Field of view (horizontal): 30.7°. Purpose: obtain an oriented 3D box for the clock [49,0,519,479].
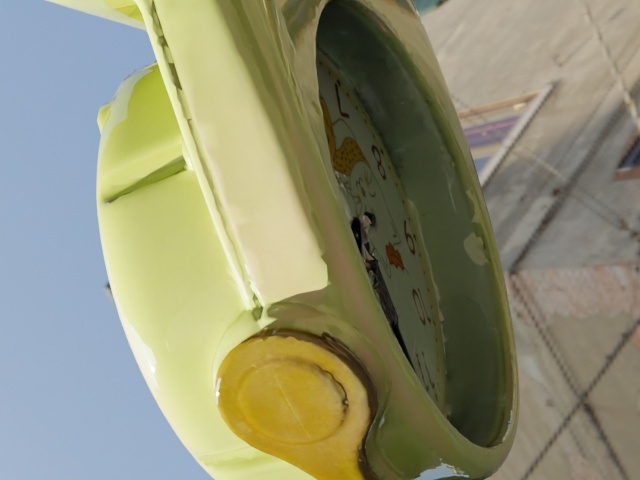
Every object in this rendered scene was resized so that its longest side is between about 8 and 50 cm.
[{"bbox_3d":[0.000,0.000,0.576,0.286,0.117,0.348,0,-107,-68],"label":"clock"}]
